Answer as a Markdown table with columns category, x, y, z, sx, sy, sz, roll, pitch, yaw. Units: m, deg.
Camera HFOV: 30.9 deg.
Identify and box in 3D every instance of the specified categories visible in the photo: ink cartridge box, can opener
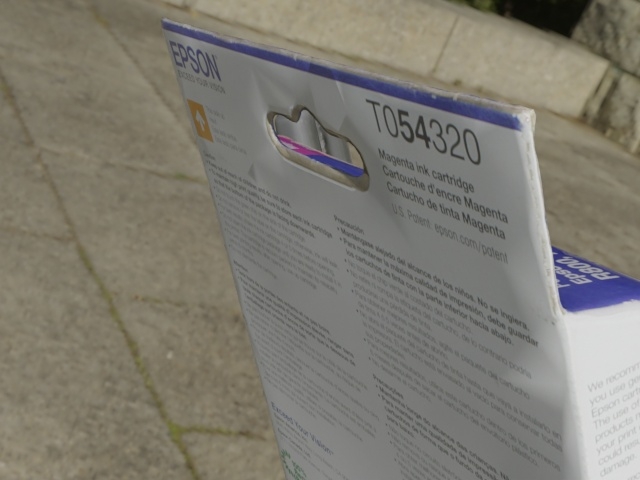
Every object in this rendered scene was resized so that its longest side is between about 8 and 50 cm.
| category | x | y | z | sx | sy | sz | roll | pitch | yaw |
| --- | --- | --- | --- | --- | --- | --- | --- | --- | --- |
| ink cartridge box | 0.049 | 0.056 | 0.563 | 0.071 | 0.330 | 0.324 | -22 | 25 | -22 |
| can opener | 0.000 | 0.000 | 1.205 | 0.076 | 0.283 | 0.095 | -21 | 12 | -40 |
